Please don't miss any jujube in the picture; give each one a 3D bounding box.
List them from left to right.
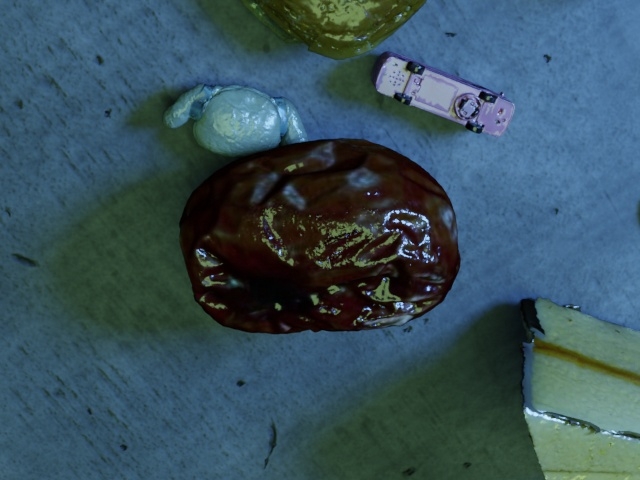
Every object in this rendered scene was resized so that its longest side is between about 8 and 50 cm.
[{"bbox_3d":[0.001,-0.001,1.381,0.377,0.276,0.276,-10,110,-1],"label":"jujube"}]

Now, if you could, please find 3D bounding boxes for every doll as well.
[{"bbox_3d":[-0.116,-0.168,1.409,0.214,0.071,0.103,9,110,-13],"label":"doll"}]

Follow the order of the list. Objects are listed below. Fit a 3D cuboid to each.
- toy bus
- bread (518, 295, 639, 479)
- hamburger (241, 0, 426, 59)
[{"bbox_3d":[0.172,-0.211,1.410,0.203,0.090,0.063,20,107,-11],"label":"toy bus"},{"bbox_3d":[0.483,0.216,1.461,0.405,0.345,0.242,-11,114,5],"label":"bread"},{"bbox_3d":[0.024,-0.386,1.313,0.265,0.134,0.285,42,99,-19],"label":"hamburger"}]
